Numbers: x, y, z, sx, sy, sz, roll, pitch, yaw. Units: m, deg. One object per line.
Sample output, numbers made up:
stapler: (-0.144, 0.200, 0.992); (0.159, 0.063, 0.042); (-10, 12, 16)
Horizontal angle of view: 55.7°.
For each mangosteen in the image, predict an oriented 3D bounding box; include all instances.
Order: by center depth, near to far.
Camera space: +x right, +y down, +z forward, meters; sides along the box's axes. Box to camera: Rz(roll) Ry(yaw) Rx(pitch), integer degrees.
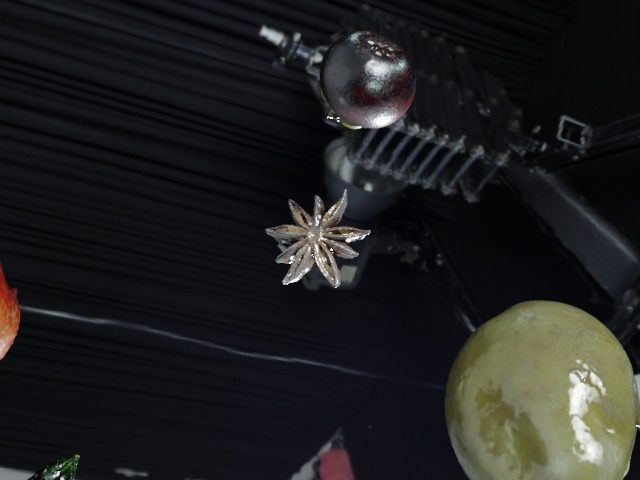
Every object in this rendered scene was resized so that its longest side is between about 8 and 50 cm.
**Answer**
mangosteen: (0.098, -0.334, 1.313); (0.216, 0.216, 0.216); (-166, -90, -73)

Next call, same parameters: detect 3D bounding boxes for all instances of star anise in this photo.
star anise: (0.000, 0.000, 1.096); (0.065, 0.182, 0.195); (48, 21, -62)

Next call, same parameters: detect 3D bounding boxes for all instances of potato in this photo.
potato: (0.215, 0.164, 0.600); (0.178, 0.160, 0.235); (-55, -159, 39)

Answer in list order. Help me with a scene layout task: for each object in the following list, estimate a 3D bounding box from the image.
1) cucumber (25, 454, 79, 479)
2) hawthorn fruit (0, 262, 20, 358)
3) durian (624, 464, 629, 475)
cucumber: (-0.508, 0.450, 0.955); (0.300, 0.072, 0.072); (-38, 177, -31)
hawthorn fruit: (-0.777, 0.151, 1.093); (0.403, 0.403, 0.402); (-166, -90, -73)
durian: (0.492, 0.405, 1.121); (0.102, 0.208, 0.146); (-6, -94, 53)
